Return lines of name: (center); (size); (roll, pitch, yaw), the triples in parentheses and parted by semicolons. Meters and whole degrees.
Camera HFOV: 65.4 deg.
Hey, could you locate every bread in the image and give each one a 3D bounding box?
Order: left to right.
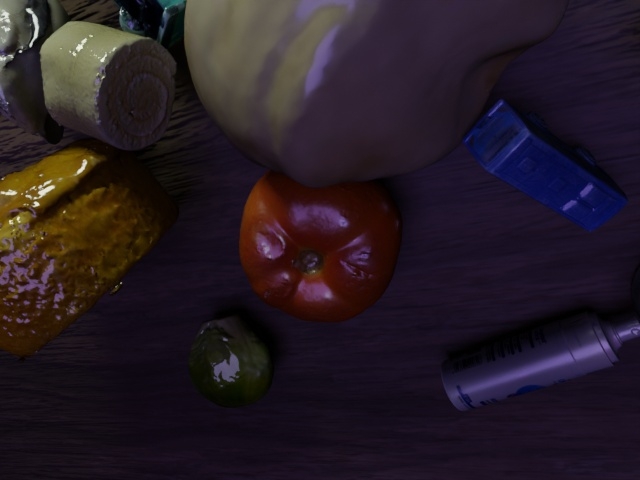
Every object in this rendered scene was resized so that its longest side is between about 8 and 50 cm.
bread: (-0.412, -0.007, 0.794); (0.398, 0.398, 0.215); (-32, 109, 29)
bread: (-0.288, -0.210, 0.674); (0.141, 0.134, 0.148); (23, 104, 27)

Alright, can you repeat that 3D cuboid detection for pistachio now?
pistachio: (0.049, -0.236, 0.567); (0.445, 0.281, 0.365); (-29, 129, 30)

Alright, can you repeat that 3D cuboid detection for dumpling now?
dumpling: (-0.419, -0.278, 0.736); (0.163, 0.293, 0.204); (-31, 148, 17)

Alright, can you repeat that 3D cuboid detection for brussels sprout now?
brussels sprout: (-0.176, 0.234, 0.959); (0.161, 0.144, 0.181); (-31, 80, 48)

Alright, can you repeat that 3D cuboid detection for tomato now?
tomato: (0.004, 0.000, 0.759); (0.259, 0.180, 0.260); (7, 120, 13)

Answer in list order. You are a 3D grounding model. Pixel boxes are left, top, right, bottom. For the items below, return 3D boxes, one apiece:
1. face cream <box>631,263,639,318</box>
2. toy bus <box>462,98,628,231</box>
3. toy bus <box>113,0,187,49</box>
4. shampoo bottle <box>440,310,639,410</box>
face cream: (0.523, 0.095, 0.654); (0.177, 0.153, 0.177); (6, 117, 13)
toy bus: (0.284, -0.084, 0.623); (0.236, 0.094, 0.079); (21, 132, -29)
toy bus: (-0.249, -0.397, 0.656); (0.256, 0.147, 0.128); (51, 156, -10)
shampoo bottle: (0.347, 0.187, 0.793); (0.303, 0.092, 0.092); (-28, 105, 27)
